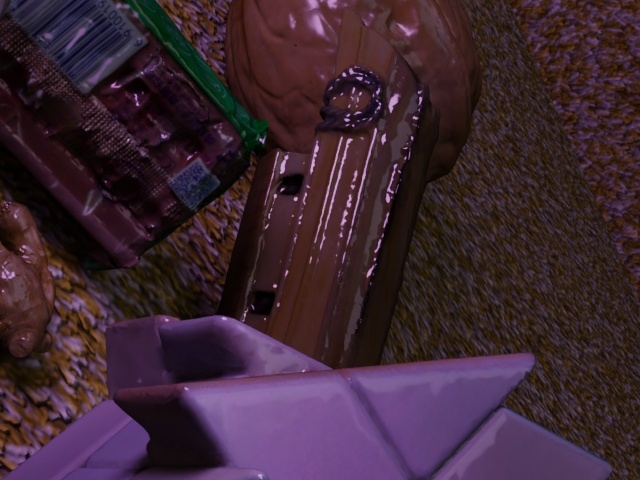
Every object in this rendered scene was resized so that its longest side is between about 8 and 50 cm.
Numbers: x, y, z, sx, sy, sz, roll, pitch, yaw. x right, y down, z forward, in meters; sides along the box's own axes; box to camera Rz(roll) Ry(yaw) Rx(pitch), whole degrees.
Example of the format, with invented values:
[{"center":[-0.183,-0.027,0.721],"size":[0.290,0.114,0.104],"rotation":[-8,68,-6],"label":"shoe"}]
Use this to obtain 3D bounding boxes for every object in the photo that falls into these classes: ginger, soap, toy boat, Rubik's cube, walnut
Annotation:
[{"center":[-0.250,0.009,0.977],"size":[0.176,0.052,0.193],"rotation":[59,24,-1],"label":"ginger"},{"center":[-0.178,-0.128,1.075],"size":[0.273,0.218,0.098],"rotation":[49,14,-25],"label":"soap"},{"center":[0.000,0.000,1.266],"size":[0.136,0.162,0.445],"rotation":[43,60,-61],"label":"toy boat"},{"center":[-0.024,0.229,0.858],"size":[0.368,0.358,0.387],"rotation":[-39,107,-32],"label":"Rubik's cube"},{"center":[0.041,-0.193,1.491],"size":[0.313,0.252,0.277],"rotation":[53,24,-9],"label":"walnut"}]

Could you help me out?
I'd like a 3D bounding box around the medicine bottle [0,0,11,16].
[{"center":[-0.307,-0.125,0.795],"size":[0.211,0.211,0.371],"rotation":[52,29,-28],"label":"medicine bottle"}]
